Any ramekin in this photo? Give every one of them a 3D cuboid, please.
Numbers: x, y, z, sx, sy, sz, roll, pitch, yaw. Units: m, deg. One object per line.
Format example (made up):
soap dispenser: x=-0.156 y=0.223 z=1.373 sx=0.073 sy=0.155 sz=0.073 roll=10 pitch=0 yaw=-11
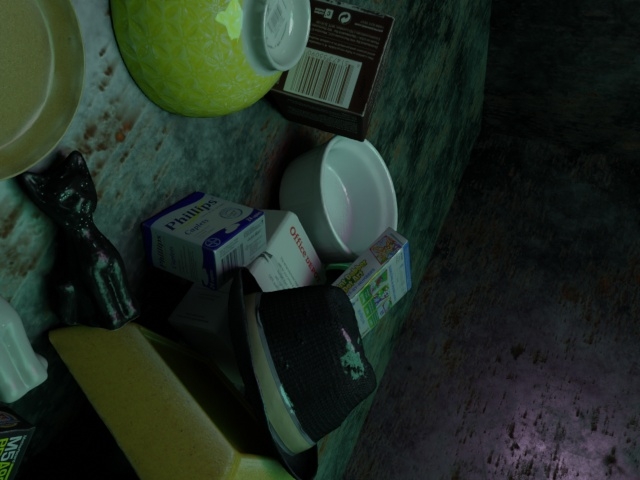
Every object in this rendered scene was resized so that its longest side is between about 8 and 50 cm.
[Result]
ramekin: x=0.039 y=-0.080 z=1.037 sx=0.277 sy=0.135 sz=0.277 roll=15 pitch=71 yaw=-48

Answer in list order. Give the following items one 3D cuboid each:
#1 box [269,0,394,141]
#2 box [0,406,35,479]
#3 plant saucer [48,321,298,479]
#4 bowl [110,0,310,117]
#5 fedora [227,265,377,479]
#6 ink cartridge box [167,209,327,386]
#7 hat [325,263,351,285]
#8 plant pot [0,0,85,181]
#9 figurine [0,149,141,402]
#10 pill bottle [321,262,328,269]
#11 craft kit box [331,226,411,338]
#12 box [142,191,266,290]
box: x=0.023 y=-0.295 z=0.856 sx=0.203 sy=0.168 sz=0.167 roll=-2 pitch=109 yaw=-86
box: x=-0.436 y=0.307 z=0.459 sx=0.270 sy=0.060 sz=0.216 roll=-69 pitch=158 yaw=-6
plant saucer: x=-0.165 y=0.245 z=0.669 sx=0.081 sy=0.332 sz=0.333 roll=-47 pitch=152 yaw=-9
bowl: x=-0.107 y=-0.296 z=0.637 sx=0.289 sy=0.156 sz=0.290 roll=-48 pitch=148 yaw=-45
fedora: x=-0.007 y=0.173 z=0.699 sx=0.334 sy=0.152 sz=0.334 roll=-19 pitch=90 yaw=-87
ink cartridge box: x=-0.117 y=0.103 z=0.891 sx=0.273 sy=0.114 sz=0.198 roll=-60 pitch=140 yaw=-34
hat: x=-0.005 y=0.055 z=1.303 sx=0.208 sy=0.184 sz=0.173 roll=-3 pitch=136 yaw=-25
plant pot: x=-0.316 y=-0.164 z=0.416 sx=0.236 sy=0.032 sz=0.236 roll=-49 pitch=148 yaw=-45
figurine: x=-0.315 y=0.032 z=0.515 sx=0.215 sy=0.092 sz=0.210 roll=-41 pitch=135 yaw=-50
pill bottle: x=0.000 y=0.000 z=1.165 sx=0.180 sy=0.107 sz=0.108 roll=-47 pitch=147 yaw=-46
craft kit box: x=0.087 y=0.123 z=0.994 sx=0.247 sy=0.061 sz=0.250 roll=-47 pitch=154 yaw=-13
box: x=-0.172 y=-0.005 z=0.727 sx=0.126 sy=0.137 sz=0.072 roll=-44 pitch=144 yaw=-48
